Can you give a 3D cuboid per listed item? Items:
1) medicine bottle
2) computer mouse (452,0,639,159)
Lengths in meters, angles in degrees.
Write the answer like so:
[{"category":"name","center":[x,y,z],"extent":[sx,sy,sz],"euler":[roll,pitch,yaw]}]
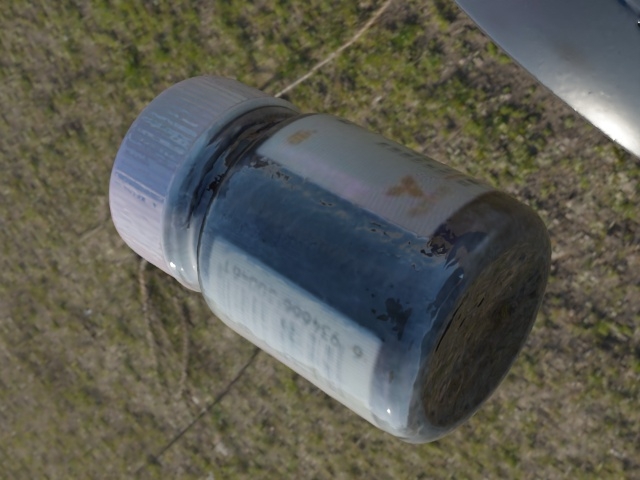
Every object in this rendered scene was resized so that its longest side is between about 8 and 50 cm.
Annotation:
[{"category":"medicine bottle","center":[0.000,0.000,0.624],"extent":[0.273,0.165,0.165],"euler":[31,137,33]},{"category":"computer mouse","center":[0.133,-0.124,0.422],"extent":[0.232,0.057,0.120],"euler":[44,129,1]}]
